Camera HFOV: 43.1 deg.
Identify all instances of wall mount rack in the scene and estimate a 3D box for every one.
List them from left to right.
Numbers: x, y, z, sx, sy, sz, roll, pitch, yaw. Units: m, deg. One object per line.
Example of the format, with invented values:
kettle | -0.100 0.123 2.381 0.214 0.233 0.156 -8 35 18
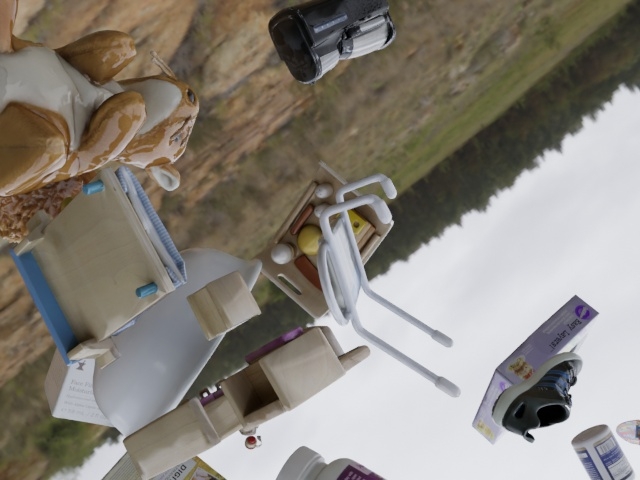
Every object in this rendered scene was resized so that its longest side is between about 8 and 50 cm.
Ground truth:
wall mount rack | 0.096 0.067 1.189 0.130 0.304 0.350 -17 -170 11

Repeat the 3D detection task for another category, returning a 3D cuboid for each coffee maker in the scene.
coffee maker | 0.007 -0.360 1.320 0.178 0.171 0.120 -31 169 -31

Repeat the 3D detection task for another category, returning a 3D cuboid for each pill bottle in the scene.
pill bottle | 0.067 0.480 1.394 0.169 0.301 0.169 -50 156 -33
pill bottle | 0.638 0.503 1.801 0.094 0.169 0.094 -28 175 -3

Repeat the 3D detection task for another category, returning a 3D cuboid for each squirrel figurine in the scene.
squirrel figurine | -0.388 -0.160 1.235 0.397 0.281 0.370 -37 163 30

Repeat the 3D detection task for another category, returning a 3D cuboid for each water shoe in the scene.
water shoe | 0.334 0.233 1.180 0.203 0.080 0.073 -23 133 -35

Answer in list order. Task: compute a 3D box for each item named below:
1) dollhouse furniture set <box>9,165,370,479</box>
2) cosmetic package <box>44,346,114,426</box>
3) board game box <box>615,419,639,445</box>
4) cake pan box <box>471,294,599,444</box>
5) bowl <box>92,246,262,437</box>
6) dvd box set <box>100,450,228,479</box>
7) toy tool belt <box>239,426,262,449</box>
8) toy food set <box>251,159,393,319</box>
dollhouse furniture set | -0.118 0.033 0.803 0.198 0.303 0.286 -25 172 -47
cosmetic package | -0.422 0.237 1.556 0.151 0.151 0.184 31 -77 62
board game box | 0.617 0.368 1.455 0.133 0.168 0.033 72 31 -57
cake pan box | 0.425 0.256 1.612 0.267 0.070 0.246 -35 153 -28
bowl | -0.210 0.115 1.059 0.298 0.134 0.298 -54 -173 10
dvd box set | -0.235 0.564 1.426 0.307 0.420 0.062 -49 169 -34
toy tool belt | -0.114 0.286 1.301 0.083 0.052 0.051 -109 -152 -45
toy food set | 0.000 0.000 1.868 0.306 0.219 0.092 -54 168 22
